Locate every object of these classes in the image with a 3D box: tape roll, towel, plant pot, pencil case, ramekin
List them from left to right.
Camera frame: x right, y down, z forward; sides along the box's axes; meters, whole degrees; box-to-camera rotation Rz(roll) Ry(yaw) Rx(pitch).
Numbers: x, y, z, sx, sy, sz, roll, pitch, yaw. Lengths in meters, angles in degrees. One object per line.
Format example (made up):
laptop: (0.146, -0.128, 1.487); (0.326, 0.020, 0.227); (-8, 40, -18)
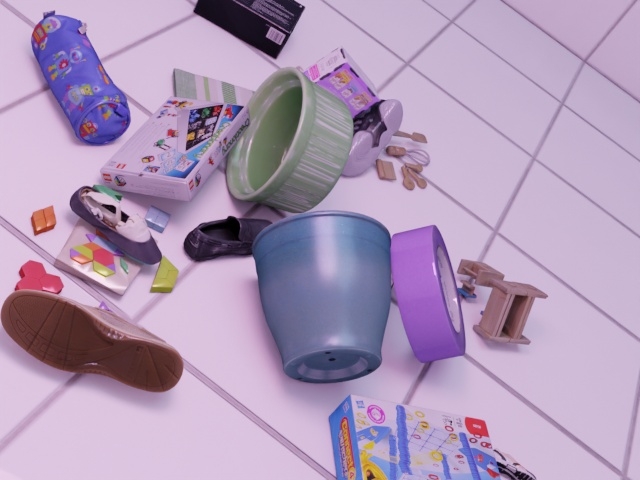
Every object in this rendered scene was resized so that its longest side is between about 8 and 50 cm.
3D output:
pencil case: (-0.504, -0.345, 1.757); (0.306, 0.133, 0.119); (58, 11, 25)
towel: (-0.194, -0.288, 2.001); (0.324, 0.038, 0.248); (12, 44, -25)
ramekin: (-0.064, -0.206, 1.807); (0.148, 0.303, 0.303); (22, 39, -31)
plant pot: (0.011, 0.120, 1.564); (0.271, 0.271, 0.255); (12, 57, -27)
tape roll: (0.224, 0.109, 1.721); (0.275, 0.090, 0.275); (-14, 90, -75)

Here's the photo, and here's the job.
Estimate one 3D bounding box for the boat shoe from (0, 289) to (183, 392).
boat shoe: (-0.371, 0.161, 1.368); (0.302, 0.109, 0.098); (23, 1, -15)

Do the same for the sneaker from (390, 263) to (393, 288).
sneaker: (0.114, 0.042, 1.846); (0.132, 0.086, 0.229); (32, 39, 0)

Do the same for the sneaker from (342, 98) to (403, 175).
sneaker: (0.088, -0.273, 2.143); (0.153, 0.101, 0.268); (20, 57, 34)

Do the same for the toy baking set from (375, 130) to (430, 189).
toy baking set: (0.208, -0.228, 2.238); (0.196, 0.030, 0.256); (31, 44, -14)

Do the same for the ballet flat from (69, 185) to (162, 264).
ballet flat: (-0.371, -0.033, 1.535); (0.203, 0.074, 0.074); (36, 38, 1)

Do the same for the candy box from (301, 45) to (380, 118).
candy box: (0.019, -0.359, 2.058); (0.165, 0.196, 0.070); (41, 26, -46)

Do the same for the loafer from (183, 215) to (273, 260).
loafer: (-0.173, -0.012, 1.694); (0.223, 0.078, 0.076); (-12, 58, -43)

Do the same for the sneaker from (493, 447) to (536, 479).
sneaker: (0.382, 0.448, 1.655); (0.109, 0.040, 0.044); (31, 37, -5)

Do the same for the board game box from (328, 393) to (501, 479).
board game box: (0.182, 0.445, 1.475); (0.308, 0.086, 0.302); (15, 42, -24)

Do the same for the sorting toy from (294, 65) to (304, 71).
sorting toy: (-0.057, -0.418, 2.200); (0.083, 0.075, 0.045); (48, 40, 15)

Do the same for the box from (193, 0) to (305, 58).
box: (-0.193, -0.640, 2.309); (0.261, 0.103, 0.184); (29, 42, -7)

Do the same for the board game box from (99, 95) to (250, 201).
board game box: (-0.293, -0.198, 1.732); (0.193, 0.053, 0.305); (10, 40, 17)

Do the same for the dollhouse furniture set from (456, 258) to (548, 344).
dollhouse furniture set: (0.410, 0.142, 1.955); (0.129, 0.129, 0.183); (10, 15, -29)

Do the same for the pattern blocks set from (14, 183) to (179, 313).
pattern blocks set: (-0.397, 0.018, 1.542); (0.285, 0.026, 0.325); (20, 40, -18)
